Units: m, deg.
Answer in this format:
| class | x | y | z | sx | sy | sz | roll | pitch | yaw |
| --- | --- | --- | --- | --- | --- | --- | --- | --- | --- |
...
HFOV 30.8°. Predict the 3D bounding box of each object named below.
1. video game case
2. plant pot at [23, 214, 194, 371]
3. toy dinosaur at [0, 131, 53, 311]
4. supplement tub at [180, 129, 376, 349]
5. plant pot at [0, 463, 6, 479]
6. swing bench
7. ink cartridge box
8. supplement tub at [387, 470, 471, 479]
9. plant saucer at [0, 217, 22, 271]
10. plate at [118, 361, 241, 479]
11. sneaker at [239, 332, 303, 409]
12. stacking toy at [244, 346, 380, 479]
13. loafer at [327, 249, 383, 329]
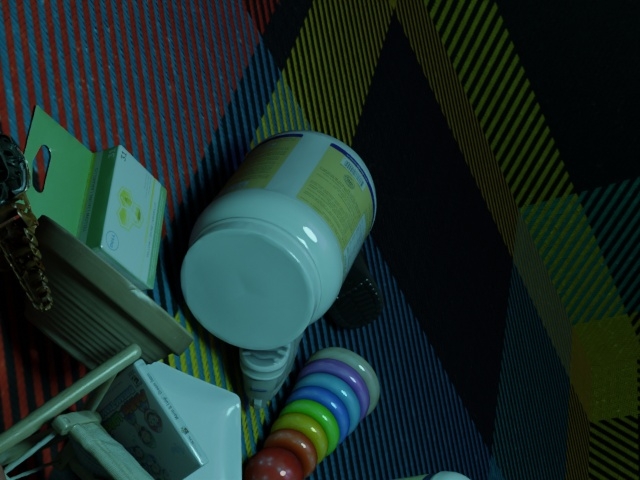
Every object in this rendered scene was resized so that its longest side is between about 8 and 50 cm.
| class | x | y | z | sx | sy | sz | roll | pitch | yaw |
| --- | --- | --- | --- | --- | --- | --- | --- | --- | --- |
| video game case | -0.216 | 0.233 | 1.379 | 0.019 | 0.157 | 0.143 | -28 | 81 | -49 |
| plant pot | -0.275 | 0.084 | 1.390 | 0.110 | 0.237 | 0.237 | -51 | 134 | -11 |
| toy dinosaur | -0.373 | -0.083 | 1.263 | 0.322 | 0.164 | 0.218 | 40 | 3 | 1 |
| supplement tub | -0.061 | -0.005 | 1.793 | 0.241 | 0.241 | 0.331 | 65 | 27 | -21 |
| plant pot | -0.409 | 0.219 | 0.942 | 0.265 | 0.272 | 0.272 | 44 | 38 | -61 |
| swing bench | -0.229 | 0.284 | 1.228 | 0.253 | 0.165 | 0.255 | 45 | 39 | 15 |
| ink cartridge box | -0.299 | -0.056 | 1.547 | 0.235 | 0.056 | 0.171 | 49 | 36 | -48 |
| supplement tub | 0.079 | 0.478 | 1.716 | 0.235 | 0.325 | 0.235 | 42 | 40 | -50 |
| plant saucer | -0.386 | -0.003 | 1.380 | 0.083 | 0.013 | 0.083 | 43 | 39 | -50 |
| plate | -0.195 | 0.314 | 1.566 | 0.277 | 0.045 | 0.278 | 36 | 45 | -55 |
| sneaker | -0.083 | 0.159 | 1.868 | 0.281 | 0.105 | 0.115 | -64 | 167 | -60 |
| stacking toy | -0.027 | 0.306 | 1.855 | 0.330 | 0.141 | 0.141 | -46 | 118 | -54 |
| loafer | 0.000 | 0.000 | 2.093 | 0.130 | 0.134 | 0.366 | -116 | -175 | -55 |
